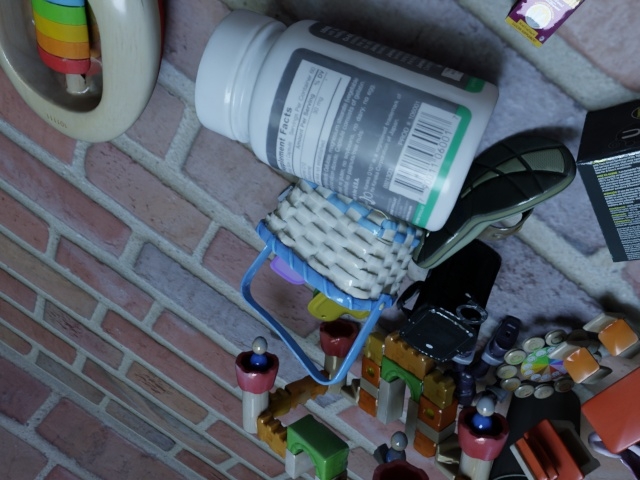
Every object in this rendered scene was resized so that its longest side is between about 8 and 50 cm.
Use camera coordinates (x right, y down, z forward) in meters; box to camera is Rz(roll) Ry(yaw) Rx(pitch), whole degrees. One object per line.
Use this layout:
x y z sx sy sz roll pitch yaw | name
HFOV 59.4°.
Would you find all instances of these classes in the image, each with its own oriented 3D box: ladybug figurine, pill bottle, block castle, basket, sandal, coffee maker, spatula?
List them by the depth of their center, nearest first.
0.031 -0.169 0.753 0.360 0.204 0.204 24 138 10 | pill bottle
0.247 -0.048 0.827 0.086 0.120 0.303 21 145 -22 | sandal
-0.360 -0.352 0.842 0.305 0.162 0.449 30 139 1 | ladybug figurine
0.011 0.047 0.892 0.254 0.201 0.289 43 105 30 | basket
0.226 0.084 0.902 0.120 0.178 0.171 46 139 -17 | coffee maker
0.079 0.309 1.021 0.453 0.302 0.213 26 121 44 | block castle
0.410 0.389 1.052 0.154 0.227 0.204 19 138 14 | basket
0.000 0.000 1.069 0.084 0.030 0.296 38 138 -8 | spatula

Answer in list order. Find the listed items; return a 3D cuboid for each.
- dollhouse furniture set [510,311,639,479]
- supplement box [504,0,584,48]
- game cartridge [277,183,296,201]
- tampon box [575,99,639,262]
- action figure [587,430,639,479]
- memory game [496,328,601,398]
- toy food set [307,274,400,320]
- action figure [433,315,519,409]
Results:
0.431 0.275 0.841 0.135 0.262 0.259 10 131 -39 | dollhouse furniture set
0.260 -0.272 0.636 0.055 0.043 0.083 37 138 -4 | supplement box
-0.038 -0.064 1.041 0.083 0.017 0.056 43 134 -13 | game cartridge
0.395 -0.074 0.688 0.101 0.120 0.161 -11 124 39 | tampon box
0.624 0.474 0.954 0.248 0.275 0.371 14 111 54 | action figure
0.404 0.223 0.992 0.186 0.012 0.186 -3 128 -4 | memory game
0.059 0.091 1.104 0.128 0.071 0.218 18 145 -21 | toy food set
0.289 0.251 1.097 0.185 0.099 0.285 16 141 7 | action figure
